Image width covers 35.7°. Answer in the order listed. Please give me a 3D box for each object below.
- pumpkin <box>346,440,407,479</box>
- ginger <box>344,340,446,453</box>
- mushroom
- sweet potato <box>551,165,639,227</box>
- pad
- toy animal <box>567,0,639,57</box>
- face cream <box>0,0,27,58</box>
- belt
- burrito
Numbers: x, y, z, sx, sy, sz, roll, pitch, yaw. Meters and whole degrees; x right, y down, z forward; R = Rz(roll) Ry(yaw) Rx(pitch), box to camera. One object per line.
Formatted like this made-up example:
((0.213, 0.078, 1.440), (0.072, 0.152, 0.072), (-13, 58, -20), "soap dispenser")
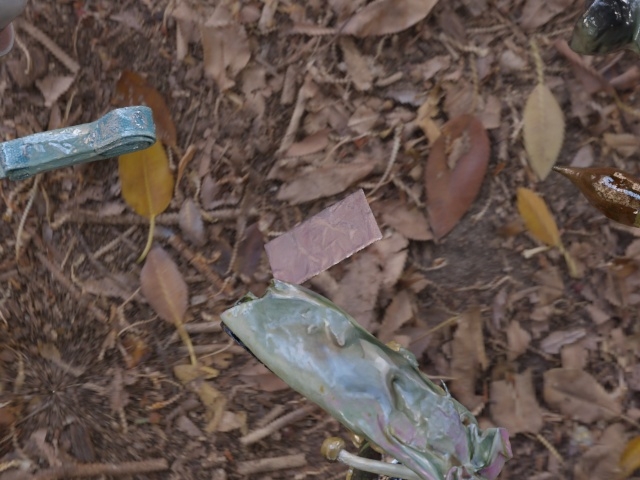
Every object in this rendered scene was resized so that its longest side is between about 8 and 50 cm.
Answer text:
((0.165, 0.450, 1.784), (0.241, 0.323, 0.323), (7, 79, 9), "pumpkin")
((0.091, 0.233, 1.417), (0.081, 0.333, 0.148), (-15, 75, -25), "ginger")
((0.147, 0.330, 1.371), (0.306, 0.068, 0.043), (18, 97, -6), "mushroom")
((0.275, -0.049, 0.964), (0.117, 0.049, 0.049), (30, 71, 32), "sweet potato")
((0.000, 0.000, 1.564), (0.188, 0.006, 0.113), (-29, 48, 11), "pad")
((0.347, -0.156, 0.856), (0.343, 0.106, 0.168), (30, 64, 9), "toy animal")
((-0.178, -0.099, 0.411), (0.095, 0.091, 0.091), (-35, 92, 16), "face cream")
((-0.433, -0.169, 1.736), (0.302, 0.087, 0.072), (-14, 84, 8), "belt")
((0.038, 0.133, 0.942), (0.309, 0.066, 0.096), (33, 56, 20), "burrito")
